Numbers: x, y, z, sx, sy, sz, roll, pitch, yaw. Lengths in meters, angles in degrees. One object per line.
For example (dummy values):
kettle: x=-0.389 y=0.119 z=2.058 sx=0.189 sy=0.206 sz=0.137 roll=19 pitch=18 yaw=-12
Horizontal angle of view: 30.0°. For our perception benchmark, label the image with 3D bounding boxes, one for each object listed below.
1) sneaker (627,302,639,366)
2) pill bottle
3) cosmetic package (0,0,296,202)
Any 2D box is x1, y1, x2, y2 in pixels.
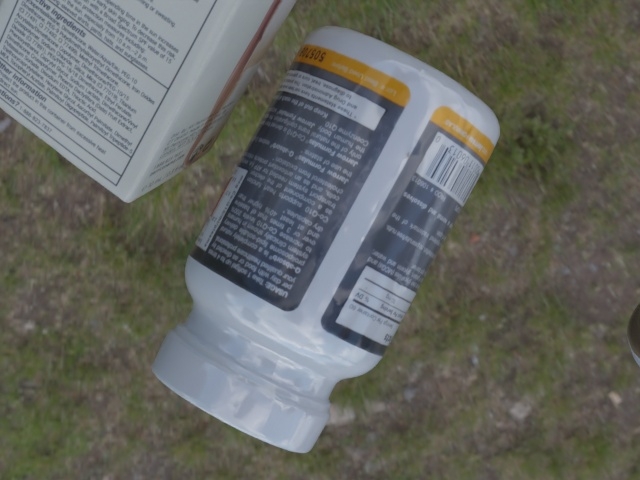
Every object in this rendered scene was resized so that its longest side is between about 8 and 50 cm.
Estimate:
sneaker: x=0.303 y=0.121 z=0.646 sx=0.099 sy=0.282 sz=0.153 roll=-48 pitch=137 yaw=-28
pill bottle: x=0.000 y=0.000 z=0.864 sx=0.162 sy=0.162 sz=0.278 roll=29 pitch=90 yaw=-23
cosmetic package: x=-0.093 y=-0.191 z=0.784 sx=0.153 sy=0.129 sz=0.296 roll=39 pitch=122 yaw=5
